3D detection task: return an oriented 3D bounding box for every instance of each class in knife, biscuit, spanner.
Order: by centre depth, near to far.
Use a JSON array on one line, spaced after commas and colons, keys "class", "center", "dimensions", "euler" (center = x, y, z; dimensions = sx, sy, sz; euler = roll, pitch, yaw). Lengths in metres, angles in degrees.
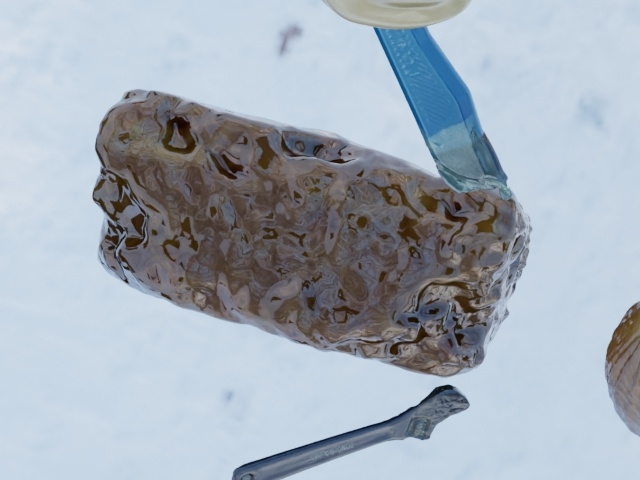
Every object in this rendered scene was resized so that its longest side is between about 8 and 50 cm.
[{"class": "knife", "center": [0.050, -0.149, 1.256], "dimensions": [0.297, 0.044, 0.026], "euler": [64, 33, -22]}, {"class": "spanner", "center": [0.025, 0.160, 1.557], "dimensions": [0.208, 0.012, 0.046], "euler": [-17, 127, -15]}, {"class": "biscuit", "center": [0.000, 0.000, 1.614], "dimensions": [0.395, 0.342, 0.166], "euler": [14, 94, -80]}]

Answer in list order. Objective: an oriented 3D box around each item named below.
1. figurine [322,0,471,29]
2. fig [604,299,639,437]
[{"class": "figurine", "center": [0.056, -0.204, 1.117], "dimensions": [0.114, 0.108, 0.196], "euler": [61, 41, -33]}, {"class": "fig", "center": [0.232, 0.057, 1.192], "dimensions": [0.119, 0.119, 0.153], "euler": [-28, 123, -43]}]
